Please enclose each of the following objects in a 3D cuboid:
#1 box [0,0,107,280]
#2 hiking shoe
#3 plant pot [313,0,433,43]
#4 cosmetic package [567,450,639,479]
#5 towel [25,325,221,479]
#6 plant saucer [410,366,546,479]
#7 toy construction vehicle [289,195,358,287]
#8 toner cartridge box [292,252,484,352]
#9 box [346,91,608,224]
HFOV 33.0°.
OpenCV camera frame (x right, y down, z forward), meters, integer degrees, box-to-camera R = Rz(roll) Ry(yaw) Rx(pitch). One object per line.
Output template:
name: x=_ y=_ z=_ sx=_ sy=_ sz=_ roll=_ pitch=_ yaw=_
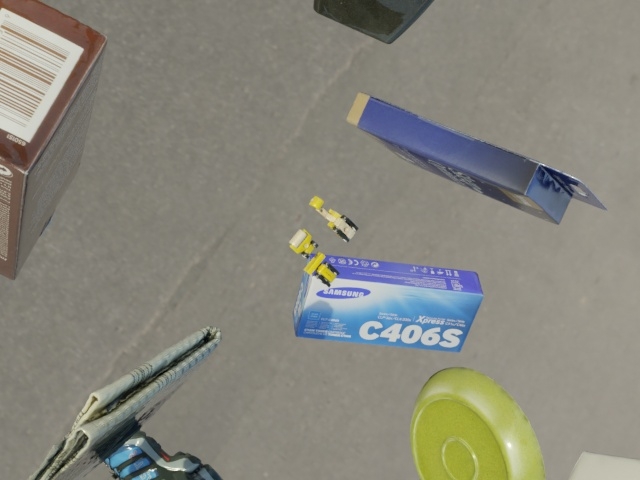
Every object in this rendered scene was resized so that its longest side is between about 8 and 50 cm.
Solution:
box: x=-0.369 y=-0.112 z=1.278 sx=0.191 sy=0.143 sz=0.381 roll=-66 pitch=-174 yaw=-25
hiking shoe: x=-0.324 y=0.416 z=1.921 sx=0.132 sy=0.304 sz=0.113 roll=-61 pitch=156 yaw=-25
plant pot: x=0.085 y=-0.399 z=1.564 sx=0.187 sy=0.188 sz=0.167 roll=-79 pitch=-167 yaw=-53
cosmetic package: x=0.444 y=0.365 z=1.178 sx=0.217 sy=0.385 sz=0.156 roll=44 pitch=69 yaw=-21
towel: x=-0.315 y=0.271 z=1.575 sx=0.312 sy=0.056 sz=0.324 roll=-46 pitch=174 yaw=35
plant saucer: x=0.196 y=0.290 z=1.445 sx=0.037 sy=0.241 sz=0.241 roll=-15 pitch=124 yaw=-37
toy construction vehicle: x=0.000 y=0.000 z=1.362 sx=0.086 sy=0.035 sz=0.098 roll=-54 pitch=133 yaw=-4
toner cartridge box: x=0.131 y=0.127 z=2.142 sx=0.347 sy=0.075 sz=0.165 roll=6 pitch=128 yaw=-12
box: x=0.146 y=-0.069 z=1.001 sx=0.136 sy=0.225 sz=0.037 roll=23 pitch=91 yaw=-63
